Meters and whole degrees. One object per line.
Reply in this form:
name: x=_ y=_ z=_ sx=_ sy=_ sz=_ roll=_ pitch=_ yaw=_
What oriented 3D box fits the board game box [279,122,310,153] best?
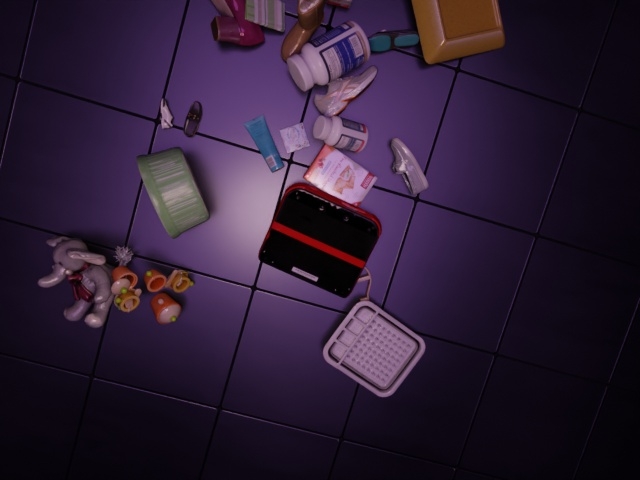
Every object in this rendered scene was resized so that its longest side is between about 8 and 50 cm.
board game box: x=-0.095 y=-0.376 z=1.912 sx=0.090 sy=0.020 sz=0.090 roll=-18 pitch=98 yaw=-2

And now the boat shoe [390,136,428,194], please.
boat shoe: x=0.313 y=-0.270 z=1.921 sx=0.081 sy=0.079 sz=0.227 roll=-34 pitch=101 yaw=-3

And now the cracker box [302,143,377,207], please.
cracker box: x=0.072 y=-0.232 z=1.918 sx=0.232 sy=0.067 sz=0.156 roll=33 pitch=95 yaw=-8

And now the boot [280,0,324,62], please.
boot: x=-0.061 y=-0.731 z=1.741 sx=0.089 sy=0.269 sz=0.236 roll=30 pitch=94 yaw=-5

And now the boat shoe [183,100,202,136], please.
boat shoe: x=-0.459 y=-0.437 z=1.872 sx=0.049 sy=0.042 sz=0.133 roll=17 pitch=95 yaw=-3

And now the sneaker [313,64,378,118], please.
sneaker: x=0.087 y=-0.554 z=1.865 sx=0.262 sy=0.099 sz=0.121 roll=-41 pitch=94 yaw=1

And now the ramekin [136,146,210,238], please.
ramekin: x=-0.495 y=-0.172 z=1.781 sx=0.148 sy=0.303 sz=0.303 roll=-23 pitch=98 yaw=-9

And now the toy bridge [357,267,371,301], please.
toy bridge: x=0.162 y=0.147 z=1.993 sx=0.063 sy=0.026 sz=0.188 roll=-16 pitch=98 yaw=-2

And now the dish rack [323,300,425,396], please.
dish rack: x=0.204 y=0.413 z=2.008 sx=0.333 sy=0.072 sz=0.285 roll=36 pitch=93 yaw=-7

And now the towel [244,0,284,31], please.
towel: x=-0.194 y=-0.798 z=1.809 sx=0.152 sy=0.023 sz=0.113 roll=3 pitch=83 yaw=-34

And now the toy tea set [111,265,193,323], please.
toy tea set: x=-0.591 y=0.198 z=1.820 sx=0.124 sy=0.336 sz=0.200 roll=41 pitch=105 yaw=34

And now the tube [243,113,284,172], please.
tube: x=-0.200 y=-0.351 z=1.897 sx=0.080 sy=0.052 sz=0.207 roll=-26 pitch=93 yaw=-5

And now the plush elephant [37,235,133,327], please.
plush elephant: x=-0.838 y=0.112 z=1.802 sx=0.255 sy=0.271 sz=0.330 roll=39 pitch=71 yaw=-38

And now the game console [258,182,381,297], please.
game console: x=0.000 y=0.000 z=1.925 sx=0.386 sy=0.060 sz=0.342 roll=24 pitch=110 yaw=-3

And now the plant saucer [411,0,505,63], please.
plant saucer: x=0.498 y=-0.827 z=1.831 sx=0.332 sy=0.081 sz=0.333 roll=-17 pitch=98 yaw=-12

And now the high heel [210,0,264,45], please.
high heel: x=-0.306 y=-0.867 z=1.814 sx=0.181 sy=0.127 sz=0.377 roll=-8 pitch=94 yaw=-31

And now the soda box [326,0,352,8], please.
soda box: x=0.091 y=-0.964 z=1.815 sx=0.092 sy=0.083 sz=0.263 roll=12 pitch=96 yaw=-6

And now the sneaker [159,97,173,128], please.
sneaker: x=-0.555 y=-0.457 z=1.869 sx=0.043 sy=0.040 sz=0.109 roll=-5 pitch=102 yaw=-19

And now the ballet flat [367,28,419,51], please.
ballet flat: x=0.252 y=-0.724 z=1.867 sx=0.203 sy=0.074 sz=0.074 roll=-8 pitch=98 yaw=-4

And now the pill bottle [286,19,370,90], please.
pill bottle: x=0.027 y=-0.634 z=1.800 sx=0.264 sy=0.153 sz=0.153 roll=-31 pitch=98 yaw=-9

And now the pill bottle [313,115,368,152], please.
pill bottle: x=0.070 y=-0.382 z=1.846 sx=0.180 sy=0.108 sz=0.108 roll=10 pitch=97 yaw=-31
